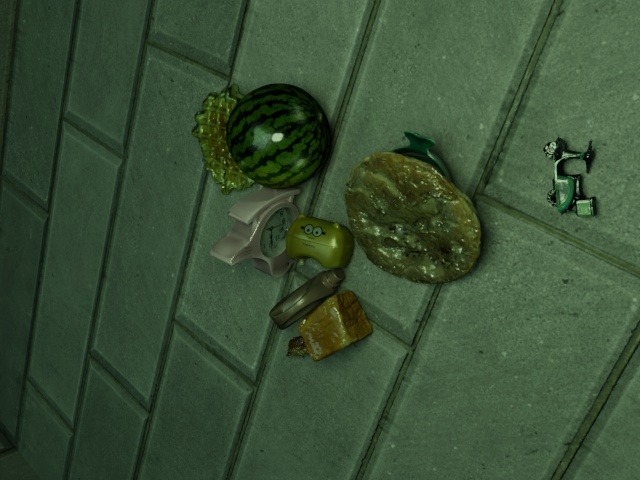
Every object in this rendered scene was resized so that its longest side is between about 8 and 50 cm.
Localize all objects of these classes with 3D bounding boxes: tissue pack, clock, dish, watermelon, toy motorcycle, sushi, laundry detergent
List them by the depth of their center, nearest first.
[{"bbox_3d":[0.530,-0.136,1.292,0.100,0.058,0.173,-4,96,31],"label":"toy motorcycle"},{"bbox_3d":[0.244,-0.163,1.468,0.224,0.078,0.246,27,138,26],"label":"dish"},{"bbox_3d":[-0.110,-0.275,1.629,0.285,0.285,0.285,7,101,37],"label":"watermelon"},{"bbox_3d":[0.000,0.000,1.678,0.178,0.123,0.127,16,98,27],"label":"tissue pack"},{"bbox_3d":[-0.175,0.003,1.704,0.080,0.290,0.276,25,127,31],"label":"clock"},{"bbox_3d":[-0.041,0.165,1.710,0.237,0.171,0.076,-37,90,36],"label":"laundry detergent"},{"bbox_3d":[-0.058,0.318,1.815,0.118,0.061,0.060,-36,49,43],"label":"sushi"}]

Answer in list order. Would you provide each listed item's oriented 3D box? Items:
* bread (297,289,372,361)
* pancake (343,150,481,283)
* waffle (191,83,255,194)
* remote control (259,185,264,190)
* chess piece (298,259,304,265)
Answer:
[{"bbox_3d":[0.040,0.234,1.679,0.158,0.149,0.143,-38,76,29],"label":"bread"},{"bbox_3d":[0.216,-0.051,1.462,0.386,0.082,0.387,29,142,25],"label":"pancake"},{"bbox_3d":[-0.273,-0.309,1.883,0.297,0.073,0.317,-36,81,41],"label":"waffle"},{"bbox_3d":[-0.156,-0.088,1.833,0.090,0.049,0.230,36,120,51],"label":"remote control"},{"bbox_3d":[-0.054,0.029,1.787,0.035,0.035,0.092,15,109,36],"label":"chess piece"}]
